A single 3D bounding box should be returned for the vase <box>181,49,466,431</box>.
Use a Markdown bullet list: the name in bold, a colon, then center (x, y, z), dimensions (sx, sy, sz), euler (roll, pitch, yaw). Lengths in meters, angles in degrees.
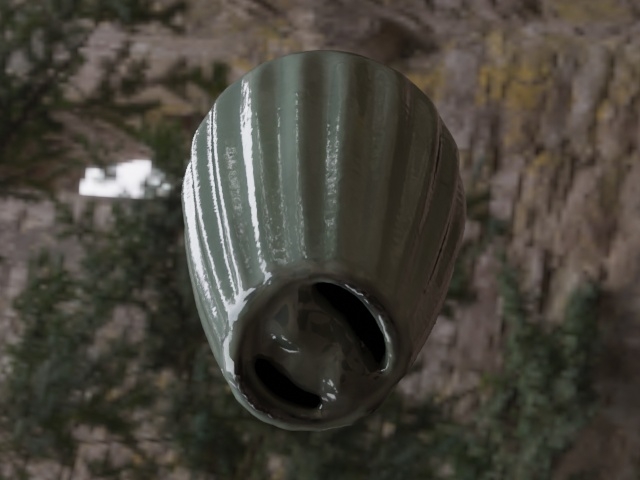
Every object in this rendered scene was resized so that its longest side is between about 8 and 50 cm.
- **vase**: center (0.000, 0.000, 0.680), dimensions (0.248, 0.128, 0.128), euler (-87, -12, -71)
